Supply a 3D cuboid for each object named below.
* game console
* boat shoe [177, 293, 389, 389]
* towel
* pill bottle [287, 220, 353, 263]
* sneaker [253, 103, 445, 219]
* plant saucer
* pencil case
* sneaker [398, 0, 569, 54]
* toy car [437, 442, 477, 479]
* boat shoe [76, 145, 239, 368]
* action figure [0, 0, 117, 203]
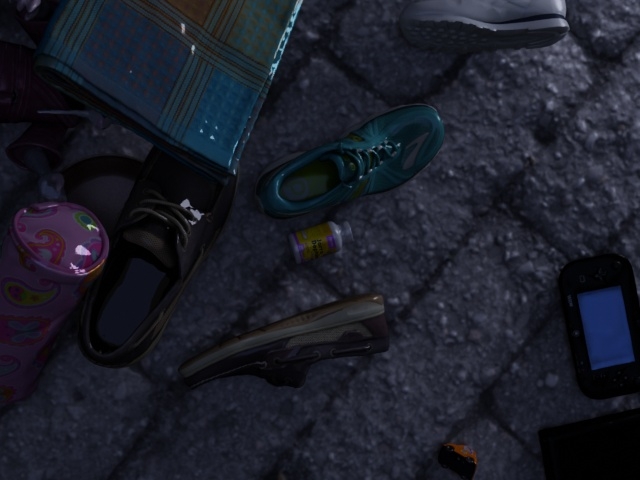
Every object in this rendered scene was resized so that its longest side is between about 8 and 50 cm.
[{"bbox_3d":[0.400,0.202,1.370,0.213,0.044,0.361,-12,92,-8],"label":"game console"},{"bbox_3d":[-0.041,0.149,1.280,0.285,0.103,0.092,-18,89,-13],"label":"boat shoe"},{"bbox_3d":[-0.158,-0.287,1.188,0.271,0.040,0.370,31,65,-25],"label":"towel"},{"bbox_3d":[0.000,0.000,1.309,0.083,0.043,0.043,-18,94,-7],"label":"pill bottle"},{"bbox_3d":[0.045,-0.096,1.281,0.275,0.110,0.107,-26,94,-7],"label":"sneaker"},{"bbox_3d":[-0.273,-0.014,1.275,0.199,0.036,0.198,0,90,-8],"label":"plant saucer"},{"bbox_3d":[-0.353,0.078,1.161,0.124,0.124,0.284,32,127,-7],"label":"pencil case"},{"bbox_3d":[0.218,-0.312,1.322,0.235,0.090,0.094,-2,79,-12],"label":"sneaker"},{"bbox_3d":[0.198,0.336,1.358,0.040,0.060,0.122,-28,118,-49],"label":"toy car"},{"bbox_3d":[-0.192,0.000,1.203,0.132,0.130,0.355,22,88,-8],"label":"boat shoe"},{"bbox_3d":[-0.405,-0.183,1.202,0.370,0.276,0.248,8,95,-27],"label":"action figure"}]
